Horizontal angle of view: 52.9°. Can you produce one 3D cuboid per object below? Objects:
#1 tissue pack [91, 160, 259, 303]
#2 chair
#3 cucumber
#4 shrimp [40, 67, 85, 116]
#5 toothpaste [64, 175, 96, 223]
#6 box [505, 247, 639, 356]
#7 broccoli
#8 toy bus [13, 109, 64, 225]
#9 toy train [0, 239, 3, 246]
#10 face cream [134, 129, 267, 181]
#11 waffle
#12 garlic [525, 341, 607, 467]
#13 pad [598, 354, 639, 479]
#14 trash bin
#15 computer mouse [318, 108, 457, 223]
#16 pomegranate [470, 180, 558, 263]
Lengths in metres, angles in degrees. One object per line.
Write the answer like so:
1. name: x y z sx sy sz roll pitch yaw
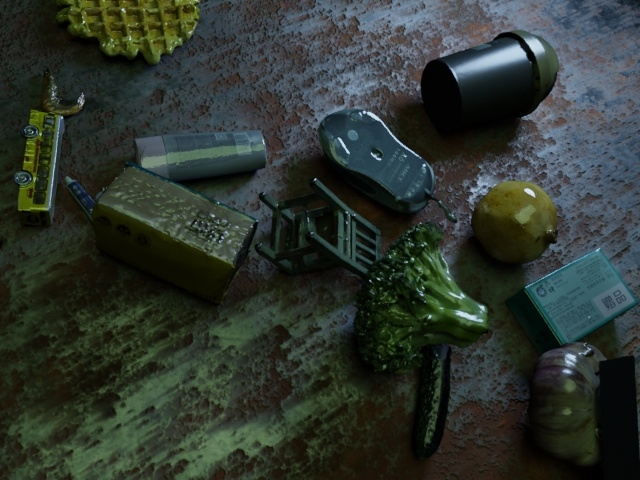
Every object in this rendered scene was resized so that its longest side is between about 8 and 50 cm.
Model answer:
1. tissue pack: -0.271 -0.006 1.196 0.270 0.192 0.134 24 58 -2
2. chair: 0.000 0.000 1.322 0.270 0.147 0.137 35 49 -49
3. cucumber: 0.219 0.306 1.255 0.067 0.067 0.245 14 63 -9
4. shrimp: -0.554 -0.318 1.372 0.090 0.025 0.127 -14 73 -22
5. toothpaste: -0.464 -0.075 1.276 0.037 0.021 0.140 -36 80 -29
6. box: 0.552 0.135 1.418 0.244 0.092 0.153 -22 72 -23
7. broccoli: 0.195 0.123 1.243 0.245 0.248 0.288 28 103 3
8. toy bus: -0.548 -0.143 1.251 0.074 0.081 0.227 3 63 -16
9. toy train: -0.634 -0.001 1.191 0.083 0.017 0.017 12 60 -9
10. face cream: -0.252 -0.182 1.361 0.269 0.073 0.107 -9 62 -20
11. waffle: -0.442 -0.542 1.501 0.311 0.060 0.307 23 59 -6
12. garlic: 0.488 0.321 1.268 0.244 0.160 0.245 9 76 -37
13. pad: 0.578 0.377 1.237 0.202 0.005 0.300 6 81 -47
14. trash bin: 0.434 -0.394 1.590 0.333 0.214 0.214 -21 71 -19
15. computer mouse: 0.151 -0.149 1.454 0.379 0.090 0.167 38 65 -2
16. pomegranate: 0.440 -0.038 1.422 0.196 0.196 0.196 7 62 -13
